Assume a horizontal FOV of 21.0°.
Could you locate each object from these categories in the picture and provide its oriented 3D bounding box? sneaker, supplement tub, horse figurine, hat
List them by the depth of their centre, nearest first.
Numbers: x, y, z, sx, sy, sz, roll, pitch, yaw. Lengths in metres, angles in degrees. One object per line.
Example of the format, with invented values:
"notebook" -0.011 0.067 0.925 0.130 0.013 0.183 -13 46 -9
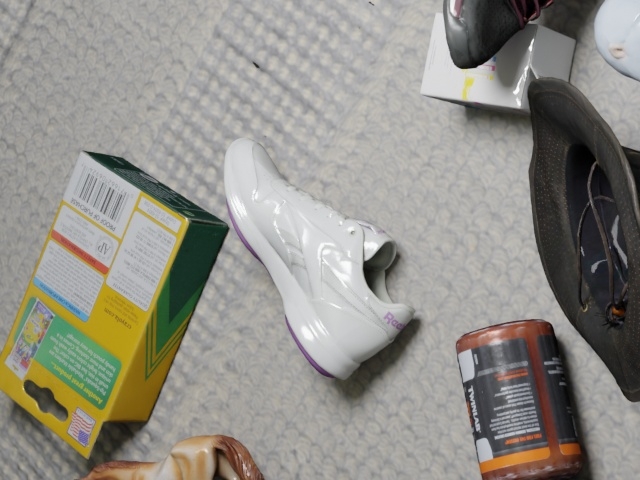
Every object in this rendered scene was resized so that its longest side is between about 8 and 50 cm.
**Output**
"hat" 0.308 -0.019 1.654 0.134 0.331 0.331 -16 72 -8
"sneaker" 0.232 -0.277 1.705 0.162 0.106 0.281 5 49 27
"supplement tub" 0.204 0.185 1.748 0.106 0.106 0.198 -19 74 34
"sneaker" 0.000 0.000 1.930 0.152 0.114 0.305 -35 70 14
"horse figurine" -0.158 0.301 2.030 0.263 0.066 0.174 -35 73 32

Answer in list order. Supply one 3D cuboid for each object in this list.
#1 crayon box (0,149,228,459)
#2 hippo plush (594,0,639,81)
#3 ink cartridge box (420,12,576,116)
"crayon box" -0.263 0.079 2.114 0.203 0.083 0.323 32 104 34
"hippo plush" 0.390 -0.238 1.624 0.294 0.234 0.236 24 126 -6
"ink cartridge box" 0.194 -0.180 1.796 0.143 0.092 0.090 12 92 35
